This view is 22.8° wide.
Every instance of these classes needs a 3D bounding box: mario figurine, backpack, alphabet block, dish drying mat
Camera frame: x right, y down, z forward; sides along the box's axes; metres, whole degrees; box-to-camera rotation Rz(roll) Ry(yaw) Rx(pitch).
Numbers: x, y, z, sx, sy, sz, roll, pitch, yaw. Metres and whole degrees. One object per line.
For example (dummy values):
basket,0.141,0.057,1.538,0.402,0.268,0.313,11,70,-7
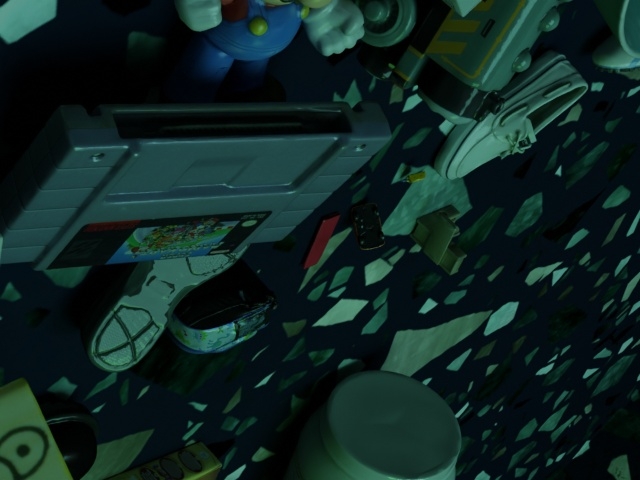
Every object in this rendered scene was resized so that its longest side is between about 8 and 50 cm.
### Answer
mario figurine,-0.045,-0.200,1.427,0.320,0.170,0.198,115,-3,-50
backpack,-0.124,0.077,1.807,0.114,0.105,0.084,-23,146,-28
alphabet block,-0.348,0.264,1.560,0.197,0.192,0.193,-24,180,-18
dish drying mat,0.000,0.000,1.988,0.032,0.008,0.083,-20,144,-43

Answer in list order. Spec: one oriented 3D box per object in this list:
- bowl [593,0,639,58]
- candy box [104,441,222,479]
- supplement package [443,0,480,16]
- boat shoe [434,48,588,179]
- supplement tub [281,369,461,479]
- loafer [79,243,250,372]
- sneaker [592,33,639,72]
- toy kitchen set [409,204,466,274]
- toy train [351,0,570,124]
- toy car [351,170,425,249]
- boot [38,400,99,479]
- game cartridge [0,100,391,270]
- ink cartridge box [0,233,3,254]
bowl,0.403,-0.382,1.840,0.311,0.163,0.311,-34,152,-21
candy box,-0.227,0.345,2.114,0.186,0.053,0.109,-19,144,-45
supplement package,0.095,-0.345,1.400,0.149,0.194,0.203,-44,154,-2
boat shoe,0.248,-0.152,2.051,0.226,0.076,0.083,-45,154,-1
supplement tub,0.061,0.377,2.370,0.241,0.241,0.331,-22,146,-39
loafer,-0.167,0.019,1.714,0.267,0.084,0.096,-48,123,-2
sneaker,0.459,-0.301,2.156,0.237,0.085,0.086,-31,125,-19
toy kitchen set,0.181,-0.013,2.148,0.075,0.083,0.068,-21,146,-40
toy train,0.167,-0.276,1.594,0.334,0.190,0.142,-58,164,25
toy car,0.089,-0.036,2.016,0.122,0.060,0.040,-31,-176,-14
boot,-0.335,0.357,1.727,0.348,0.260,0.131,-33,153,-22
game cartridge,-0.131,-0.051,1.513,0.355,0.068,0.230,-5,151,-37
ink cartridge box,-0.377,0.073,1.456,0.134,0.078,0.231,-24,148,-37
